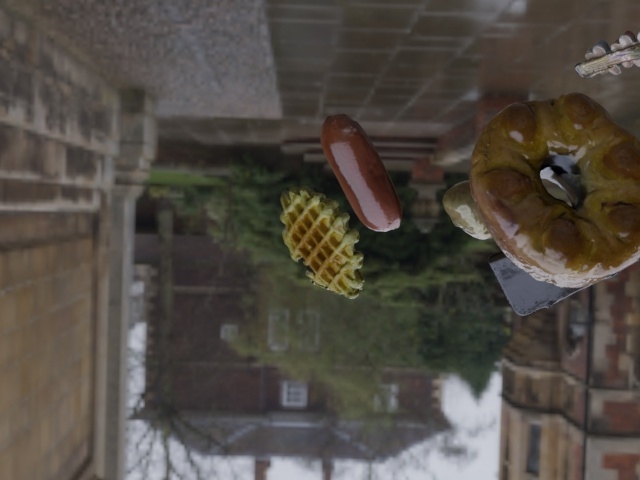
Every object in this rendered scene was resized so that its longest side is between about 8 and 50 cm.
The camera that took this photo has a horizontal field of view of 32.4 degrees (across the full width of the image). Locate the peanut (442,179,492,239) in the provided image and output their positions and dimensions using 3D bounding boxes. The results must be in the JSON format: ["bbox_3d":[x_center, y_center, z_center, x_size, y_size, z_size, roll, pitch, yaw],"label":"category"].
[{"bbox_3d":[0.398,-0.073,2.514,0.253,0.137,0.122,-4,-171,-21],"label":"peanut"}]

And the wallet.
[{"bbox_3d":[0.541,0.040,2.437,0.309,0.165,0.042,-27,-162,12],"label":"wallet"}]

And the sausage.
[{"bbox_3d":[0.061,-0.099,1.628,0.077,0.194,0.077,-27,-166,7],"label":"sausage"}]

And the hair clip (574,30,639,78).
[{"bbox_3d":[0.443,-0.270,1.552,0.056,0.062,0.214,-47,-161,-18],"label":"hair clip"}]

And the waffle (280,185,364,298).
[{"bbox_3d":[-0.002,0.001,2.402,0.056,0.250,0.261,-27,-152,-29],"label":"waffle"}]

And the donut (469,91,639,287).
[{"bbox_3d":[0.391,-0.081,1.796,0.299,0.317,0.150,2,162,-1],"label":"donut"}]
